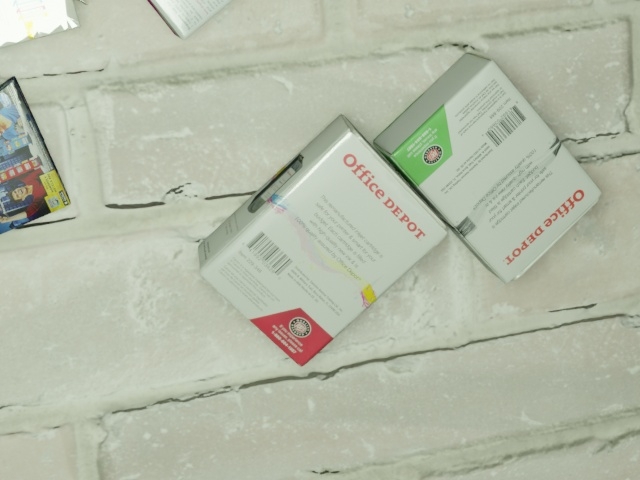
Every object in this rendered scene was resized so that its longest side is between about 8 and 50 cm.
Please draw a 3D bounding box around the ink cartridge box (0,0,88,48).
[{"bbox_3d":[-0.393,-0.324,1.576,0.143,0.092,0.090,-18,106,-11],"label":"ink cartridge box"}]

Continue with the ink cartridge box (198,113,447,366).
[{"bbox_3d":[0.000,0.000,1.717,0.306,0.131,0.226,-42,108,6],"label":"ink cartridge box"}]

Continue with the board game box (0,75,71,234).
[{"bbox_3d":[-0.482,-0.105,1.626,0.194,0.060,0.194,-23,108,-6],"label":"board game box"}]

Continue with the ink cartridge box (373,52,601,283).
[{"bbox_3d":[0.257,-0.110,1.774,0.211,0.121,0.289,-43,110,0],"label":"ink cartridge box"}]

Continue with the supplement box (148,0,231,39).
[{"bbox_3d":[-0.147,-0.392,1.609,0.220,0.111,0.114,-41,109,-2],"label":"supplement box"}]
